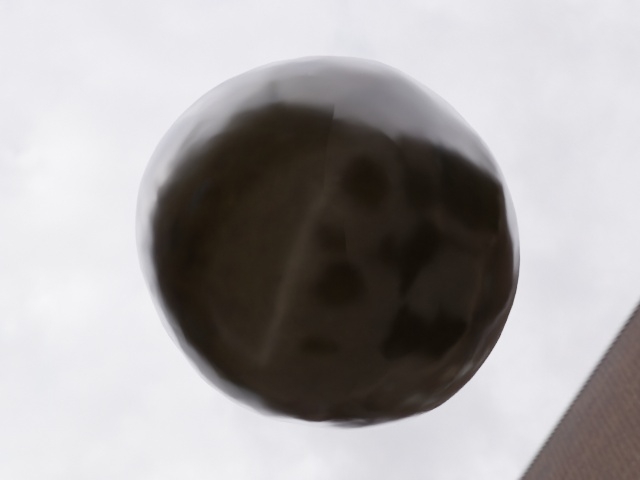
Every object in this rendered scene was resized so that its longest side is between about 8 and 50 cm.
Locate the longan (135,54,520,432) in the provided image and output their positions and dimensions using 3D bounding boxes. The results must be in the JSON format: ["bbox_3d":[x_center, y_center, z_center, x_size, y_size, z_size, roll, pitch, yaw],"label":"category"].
[{"bbox_3d":[0.000,0.000,0.761,0.319,0.319,0.319,0,-68,0],"label":"longan"}]
